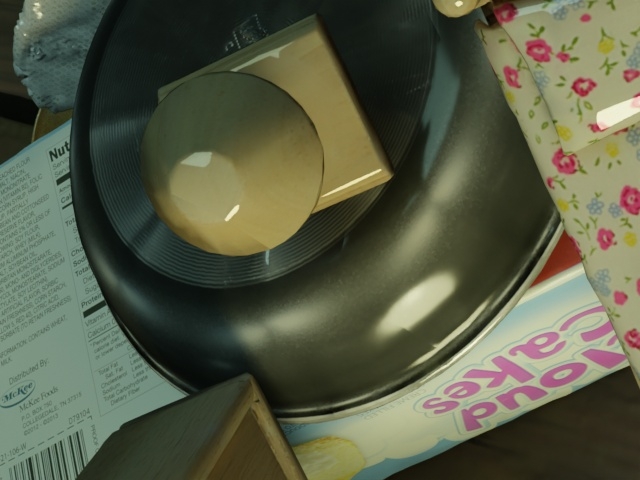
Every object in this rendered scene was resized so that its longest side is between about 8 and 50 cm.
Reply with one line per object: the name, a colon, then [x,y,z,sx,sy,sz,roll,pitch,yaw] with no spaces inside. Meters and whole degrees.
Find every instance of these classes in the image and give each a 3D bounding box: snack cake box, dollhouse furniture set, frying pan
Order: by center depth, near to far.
dollhouse furniture set: [0.110,0.071,0.310,0.355,0.174,0.303,-22,101,17]
frying pan: [0.046,-0.051,0.424,0.326,0.053,0.197,-9,71,33]
snack cake box: [0.000,0.000,0.517,0.264,0.089,0.152,-29,59,22]

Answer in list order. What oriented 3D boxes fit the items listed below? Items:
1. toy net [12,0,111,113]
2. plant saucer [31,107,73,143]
toy net: [-0.025,-0.123,0.574,0.232,0.122,0.045,-38,31,27]
plant saucer: [-0.089,-0.047,0.635,0.083,0.015,0.083,-11,70,30]
